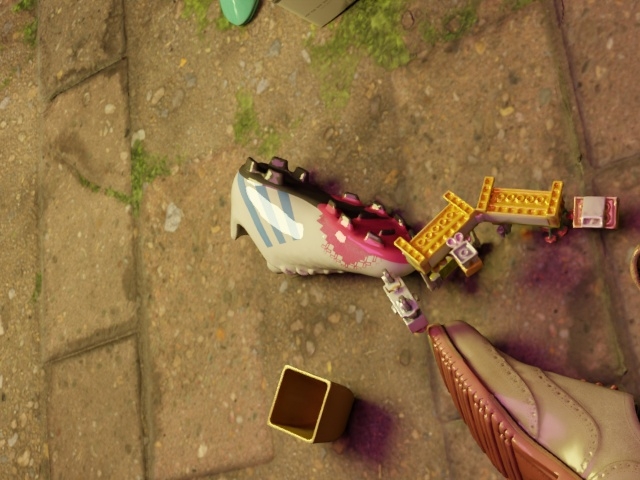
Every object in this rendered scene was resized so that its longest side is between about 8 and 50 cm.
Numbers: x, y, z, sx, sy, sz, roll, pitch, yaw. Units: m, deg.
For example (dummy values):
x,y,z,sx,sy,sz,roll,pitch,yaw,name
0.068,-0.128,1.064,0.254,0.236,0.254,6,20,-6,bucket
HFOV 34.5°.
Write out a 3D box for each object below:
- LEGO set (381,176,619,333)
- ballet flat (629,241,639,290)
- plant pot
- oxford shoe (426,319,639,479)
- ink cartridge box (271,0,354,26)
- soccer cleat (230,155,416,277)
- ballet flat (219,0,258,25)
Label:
x,y,z,sx,sy,sz,roll,pitch,yaw,name
0.208,0.006,1.216,0.287,0.107,0.132,-25,53,7,LEGO set
0.412,0.111,1.015,0.107,0.106,0.316,-49,53,16,ballet flat
-0.003,0.213,1.327,0.081,0.083,0.081,15,88,40,plant pot
0.262,0.205,1.120,0.147,0.140,0.397,-33,48,-10,oxford shoe
-0.072,-0.446,1.449,0.115,0.273,0.198,-35,58,29,ink cartridge box
0.000,0.000,1.385,0.331,0.116,0.143,31,116,40,soccer cleat
-0.129,-0.465,1.619,0.083,0.087,0.247,8,82,39,ballet flat
